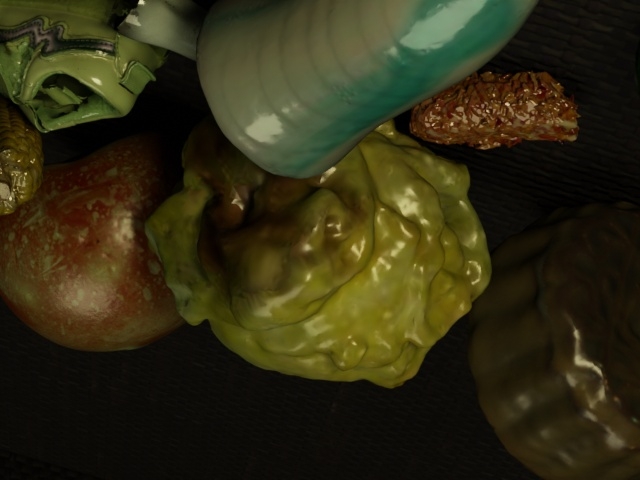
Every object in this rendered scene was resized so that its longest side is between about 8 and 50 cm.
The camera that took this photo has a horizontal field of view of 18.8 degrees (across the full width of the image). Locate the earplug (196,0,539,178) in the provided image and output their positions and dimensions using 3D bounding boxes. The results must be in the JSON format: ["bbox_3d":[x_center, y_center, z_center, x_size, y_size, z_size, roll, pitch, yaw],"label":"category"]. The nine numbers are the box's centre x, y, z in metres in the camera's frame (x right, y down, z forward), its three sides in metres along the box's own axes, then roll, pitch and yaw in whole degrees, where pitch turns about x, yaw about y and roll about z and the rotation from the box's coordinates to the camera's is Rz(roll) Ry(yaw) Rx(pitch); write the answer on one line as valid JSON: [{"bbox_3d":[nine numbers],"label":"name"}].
[{"bbox_3d":[0.064,-0.188,1.630,0.185,0.185,0.324,31,145,-30],"label":"earplug"}]

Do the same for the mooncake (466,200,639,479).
[{"bbox_3d":[0.294,0.101,1.954,0.290,0.290,0.161,27,147,-24],"label":"mooncake"}]

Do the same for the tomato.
[{"bbox_3d":[-0.222,0.008,2.087,0.270,0.223,0.270,-16,-179,0],"label":"tomato"}]

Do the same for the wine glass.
[{"bbox_3d":[-0.117,-0.193,1.826,0.155,0.072,0.072,26,155,-24],"label":"wine glass"}]

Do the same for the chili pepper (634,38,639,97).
[{"bbox_3d":[0.372,-0.131,1.594,0.264,0.116,0.148,-1,148,32],"label":"chili pepper"}]

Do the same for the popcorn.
[{"bbox_3d":[0.007,-0.004,1.902,0.312,0.312,0.312,14,156,6],"label":"popcorn"}]

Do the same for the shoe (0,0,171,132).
[{"bbox_3d":[-0.273,-0.186,1.905,0.262,0.128,0.140,0,138,27],"label":"shoe"}]

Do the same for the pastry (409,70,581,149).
[{"bbox_3d":[0.164,-0.127,1.813,0.169,0.063,0.087,-1,160,24],"label":"pastry"}]

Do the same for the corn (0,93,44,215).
[{"bbox_3d":[-0.336,-0.103,1.993,0.097,0.097,0.262,27,-162,-23],"label":"corn"}]
